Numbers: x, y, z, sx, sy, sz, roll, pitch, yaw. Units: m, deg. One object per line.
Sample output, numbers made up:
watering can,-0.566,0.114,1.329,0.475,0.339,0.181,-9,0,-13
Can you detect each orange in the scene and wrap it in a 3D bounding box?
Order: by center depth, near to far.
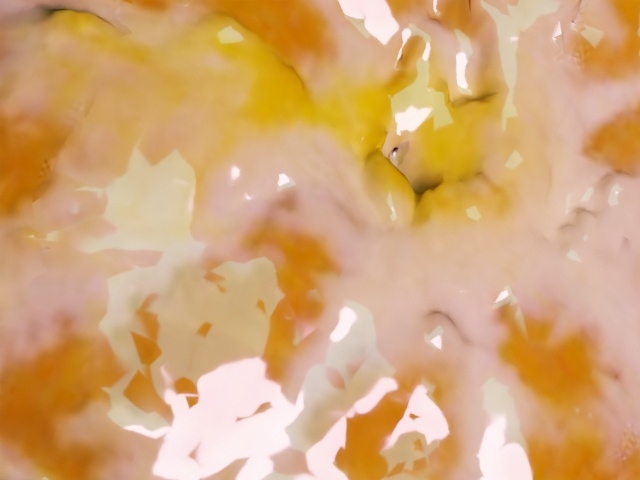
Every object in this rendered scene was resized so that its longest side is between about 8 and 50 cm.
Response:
orange,0.000,0.000,0.583,0.329,0.249,0.329,4,79,-24
